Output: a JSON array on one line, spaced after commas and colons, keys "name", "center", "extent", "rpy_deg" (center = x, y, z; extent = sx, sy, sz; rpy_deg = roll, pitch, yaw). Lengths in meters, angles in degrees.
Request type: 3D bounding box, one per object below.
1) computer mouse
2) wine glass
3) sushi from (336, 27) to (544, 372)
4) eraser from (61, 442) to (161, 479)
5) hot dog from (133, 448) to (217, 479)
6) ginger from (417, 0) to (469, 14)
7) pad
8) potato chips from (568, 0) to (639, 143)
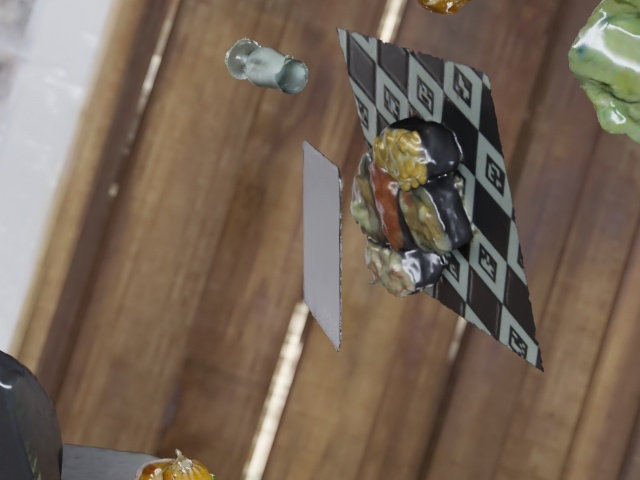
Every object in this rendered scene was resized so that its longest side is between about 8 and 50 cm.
[{"name": "computer mouse", "center": [-0.277, 0.156, 1.379], "extent": [0.138, 0.086, 0.269], "rpy_deg": [1, 133, 10]}, {"name": "wine glass", "center": [-0.043, -0.148, 1.479], "extent": [0.042, 0.039, 0.083], "rpy_deg": [26, 178, -40]}, {"name": "sushi", "center": [0.086, -0.037, 1.591], "extent": [0.059, 0.294, 0.292], "rpy_deg": [-23, -155, -19]}, {"name": "eraser", "center": [-0.207, 0.355, 1.506], "extent": [0.111, 0.352, 0.077], "rpy_deg": [9, 148, -8]}, {"name": "hot dog", "center": [-0.094, 0.300, 1.355], "extent": [0.100, 0.135, 0.337], "rpy_deg": [6, 129, 14]}, {"name": "ginger", "center": [0.195, -0.407, 1.927], "extent": [0.152, 0.357, 0.274], "rpy_deg": [22, 155, 30]}, {"name": "pad", "center": [0.000, 0.000, 1.083], "extent": [0.003, 0.112, 0.157], "rpy_deg": [-2, -170, -9]}, {"name": "potato chips", "center": [0.332, -0.188, 0.909], "extent": [0.389, 0.373, 0.097], "rpy_deg": [3, -154, 4]}]
